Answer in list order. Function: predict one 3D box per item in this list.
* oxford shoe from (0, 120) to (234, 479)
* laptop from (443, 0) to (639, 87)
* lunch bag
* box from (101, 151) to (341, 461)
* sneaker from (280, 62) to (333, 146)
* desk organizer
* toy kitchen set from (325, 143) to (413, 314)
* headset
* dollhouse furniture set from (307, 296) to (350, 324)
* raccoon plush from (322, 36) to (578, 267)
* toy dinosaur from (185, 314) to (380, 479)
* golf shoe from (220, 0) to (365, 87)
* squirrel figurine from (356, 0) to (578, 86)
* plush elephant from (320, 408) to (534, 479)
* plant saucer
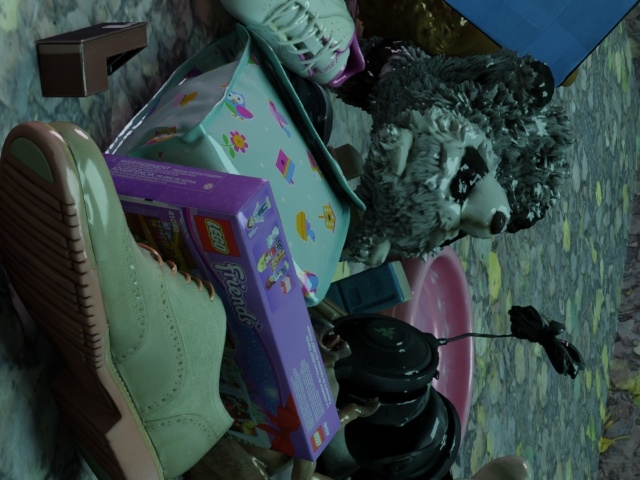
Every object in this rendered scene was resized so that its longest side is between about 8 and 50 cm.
[{"bbox_3d":[-0.165,0.047,1.333,0.146,0.140,0.397,-31,137,-24],"label":"oxford shoe"},{"bbox_3d":[0.250,-0.389,1.743,0.236,0.382,0.408,47,20,15],"label":"laptop"},{"bbox_3d":[-0.072,-0.070,1.567,0.223,0.160,0.262,58,31,-21],"label":"lunch bag"},{"bbox_3d":[-0.107,0.062,1.452,0.057,0.201,0.293,-50,138,-38],"label":"box"},{"bbox_3d":[-0.057,-0.082,1.746,0.153,0.101,0.269,47,43,-57],"label":"sneaker"},{"bbox_3d":[-0.202,-0.164,1.428,0.130,0.047,0.050,-36,126,-65],"label":"desk organizer"},{"bbox_3d":[0.000,0.000,1.916,0.166,0.122,0.207,-8,77,-69],"label":"toy kitchen set"},{"bbox_3d":[0.097,0.194,1.789,0.394,0.185,0.243,-32,135,-13],"label":"headset"},{"bbox_3d":[-0.059,0.114,1.832,0.151,0.123,0.144,-53,155,2],"label":"dollhouse furniture set"},{"bbox_3d":[0.067,-0.098,1.808,0.299,0.446,0.216,-16,109,-37],"label":"raccoon plush"},{"bbox_3d":[-0.066,0.188,1.622,0.200,0.295,0.127,44,13,-23],"label":"toy dinosaur"},{"bbox_3d":[-0.022,-0.239,1.665,0.140,0.115,0.306,58,13,9],"label":"golf shoe"},{"bbox_3d":[0.179,-0.419,2.072,0.397,0.281,0.370,4,98,-59],"label":"squirrel figurine"},{"bbox_3d":[0.131,0.350,1.997,0.330,0.255,0.272,61,31,-55],"label":"plush elephant"},{"bbox_3d":[0.141,0.168,2.283,0.332,0.084,0.332,0,90,-68],"label":"plant saucer"}]
